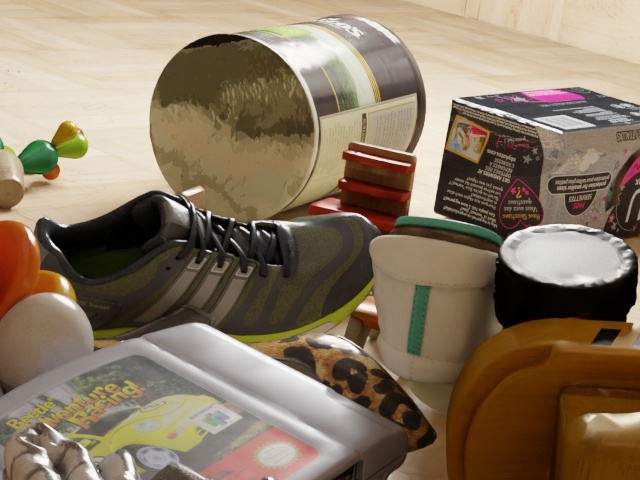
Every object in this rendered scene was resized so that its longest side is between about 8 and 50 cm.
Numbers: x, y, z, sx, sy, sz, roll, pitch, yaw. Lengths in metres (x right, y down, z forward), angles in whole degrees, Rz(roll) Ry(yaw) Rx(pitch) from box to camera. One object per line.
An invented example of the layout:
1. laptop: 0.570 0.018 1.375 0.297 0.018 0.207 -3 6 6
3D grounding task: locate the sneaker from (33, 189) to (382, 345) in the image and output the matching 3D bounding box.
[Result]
1. sneaker: -0.092 0.020 1.430 0.299 0.121 0.111 -11 50 -13

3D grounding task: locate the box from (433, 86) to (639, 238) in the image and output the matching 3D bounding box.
1. box: 0.274 -0.082 2.068 0.163 0.142 0.247 22 22 39

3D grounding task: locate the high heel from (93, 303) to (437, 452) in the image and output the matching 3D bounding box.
1. high heel: -0.067 0.124 1.268 0.261 0.093 0.186 18 27 33

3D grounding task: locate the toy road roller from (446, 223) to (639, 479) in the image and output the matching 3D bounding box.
1. toy road roller: 0.245 0.136 1.166 0.329 0.203 0.241 4 27 3

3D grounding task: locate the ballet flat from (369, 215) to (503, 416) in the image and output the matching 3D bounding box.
1. ballet flat: 0.117 0.074 1.400 0.139 0.139 0.400 13 -4 19

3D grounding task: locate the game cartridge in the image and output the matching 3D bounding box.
1. game cartridge: -0.105 0.141 1.104 0.196 0.060 0.294 21 30 30

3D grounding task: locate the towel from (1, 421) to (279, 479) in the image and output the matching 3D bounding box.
1. towel: -0.041 0.222 0.615 0.121 0.235 0.283 5 16 -23

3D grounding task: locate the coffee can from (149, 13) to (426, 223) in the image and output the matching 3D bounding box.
1. coffee can: -0.030 -0.138 1.998 0.201 0.202 0.275 15 17 25

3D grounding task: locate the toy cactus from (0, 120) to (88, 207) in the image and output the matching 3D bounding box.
1. toy cactus: -0.339 -0.095 1.912 0.219 0.112 0.180 10 23 -26

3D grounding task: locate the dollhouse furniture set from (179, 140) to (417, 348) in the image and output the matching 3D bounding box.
1. dollhouse furniture set: 0.000 0.000 1.632 0.262 0.135 0.259 13 16 20

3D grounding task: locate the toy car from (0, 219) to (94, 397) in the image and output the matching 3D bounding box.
1. toy car: -0.255 0.057 1.227 0.182 0.136 0.159 -40 39 -21
